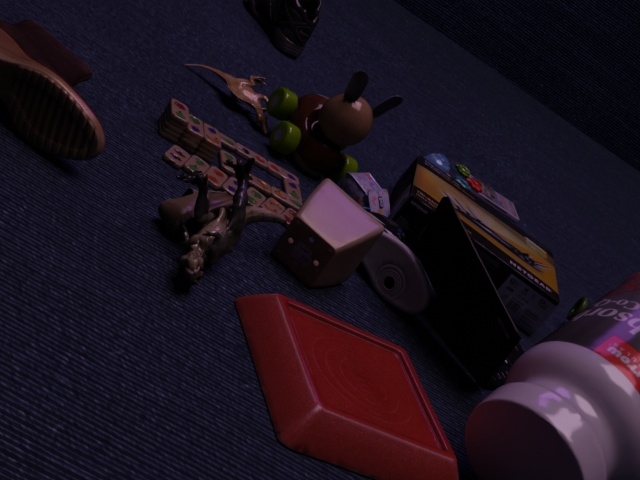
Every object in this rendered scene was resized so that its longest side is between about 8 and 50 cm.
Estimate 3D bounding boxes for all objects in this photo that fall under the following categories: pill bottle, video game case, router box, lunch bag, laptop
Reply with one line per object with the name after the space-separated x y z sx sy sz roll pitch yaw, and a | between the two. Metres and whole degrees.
0.358 0.192 1.514 0.363 0.210 0.210 -28 65 -38 | pill bottle
0.357 -0.089 2.553 0.122 0.011 0.087 32 22 -15 | video game case
0.260 0.002 2.097 0.309 0.081 0.243 36 20 -6 | router box
0.074 -0.069 1.981 0.083 0.053 0.071 54 27 19 | lunch bag
0.248 0.080 1.760 0.264 0.136 0.234 10 50 -51 | laptop

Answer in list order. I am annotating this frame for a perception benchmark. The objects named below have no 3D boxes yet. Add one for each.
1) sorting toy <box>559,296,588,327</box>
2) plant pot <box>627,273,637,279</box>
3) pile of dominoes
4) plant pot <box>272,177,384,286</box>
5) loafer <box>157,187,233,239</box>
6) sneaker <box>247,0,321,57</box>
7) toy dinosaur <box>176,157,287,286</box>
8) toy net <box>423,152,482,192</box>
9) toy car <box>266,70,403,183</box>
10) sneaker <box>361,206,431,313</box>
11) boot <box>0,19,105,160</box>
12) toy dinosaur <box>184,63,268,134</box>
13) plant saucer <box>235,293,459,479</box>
0.451 0.147 2.137 0.042 0.061 0.102 37 43 -3 | sorting toy
0.589 0.180 2.002 0.293 0.293 0.235 23 13 -35 | plant pot
-0.118 -0.116 1.779 0.251 0.040 0.196 29 22 -22 | pile of dominoes
0.000 0.000 1.646 0.109 0.109 0.096 42 33 10 | plant pot
-0.152 -0.042 1.539 0.050 0.056 0.148 48 22 9 | loafer
-0.069 -0.483 2.523 0.087 0.130 0.227 23 23 -39 | sneaker
-0.117 -0.034 1.483 0.064 0.118 0.268 2 19 25 | toy dinosaur
0.270 -0.089 2.367 0.122 0.045 0.232 27 24 -32 | toy net
0.033 -0.203 1.969 0.155 0.188 0.149 26 43 -35 | toy car
0.109 0.021 1.807 0.217 0.079 0.121 48 22 26 | sneaker
-0.330 -0.200 1.530 0.248 0.090 0.207 37 22 7 | boot
-0.132 -0.252 2.029 0.183 0.053 0.092 43 22 14 | toy dinosaur
0.039 0.170 1.420 0.259 0.048 0.258 25 24 -30 | plant saucer
